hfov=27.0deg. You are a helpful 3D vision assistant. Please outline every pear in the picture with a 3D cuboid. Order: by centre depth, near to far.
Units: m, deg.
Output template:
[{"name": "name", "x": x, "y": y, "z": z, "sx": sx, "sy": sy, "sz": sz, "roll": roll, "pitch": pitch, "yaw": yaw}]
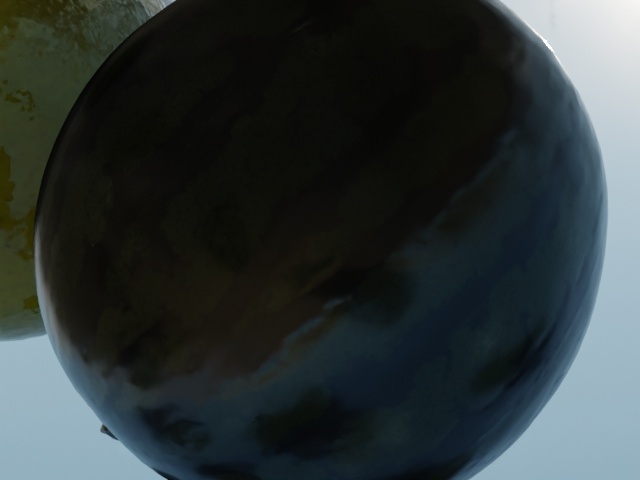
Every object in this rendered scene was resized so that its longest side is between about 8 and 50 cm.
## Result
[{"name": "pear", "x": -0.198, "y": -0.087, "z": 0.983, "sx": 0.191, "sy": 0.386, "sz": 0.340, "roll": 10, "pitch": -102, "yaw": 11}]

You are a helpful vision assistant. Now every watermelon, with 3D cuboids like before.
[{"name": "watermelon", "x": 0.000, "y": 0.000, "z": 0.491, "sx": 0.212, "sy": 0.212, "sz": 0.212, "roll": -28, "pitch": -154, "yaw": 15}]
